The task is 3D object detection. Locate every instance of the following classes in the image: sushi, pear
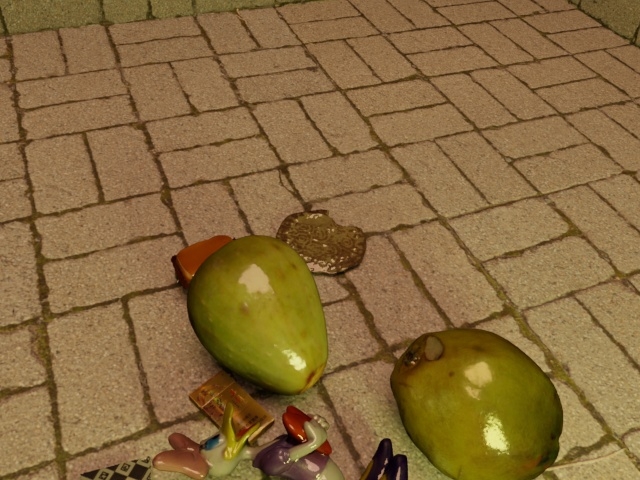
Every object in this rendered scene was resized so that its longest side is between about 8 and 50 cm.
[{"bbox_3d":[-0.345,0.444,1.002,0.120,0.026,0.126,-10,43,-12],"label":"sushi"},{"bbox_3d":[0.281,0.299,1.063,0.321,0.269,0.269,27,46,-6],"label":"pear"}]

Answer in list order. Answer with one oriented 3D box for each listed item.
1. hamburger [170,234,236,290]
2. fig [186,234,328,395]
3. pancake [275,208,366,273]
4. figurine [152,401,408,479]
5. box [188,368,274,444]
[{"bbox_3d":[-0.249,0.066,1.340,0.166,0.087,0.137,-17,51,-20],"label":"hamburger"},{"bbox_3d":[-0.112,0.154,1.159,0.258,0.258,0.326,-23,66,-26],"label":"fig"},{"bbox_3d":[0.000,0.000,1.473,0.212,0.029,0.235,-33,57,-32],"label":"pancake"},{"bbox_3d":[-0.058,0.385,1.006,0.421,0.154,0.193,22,86,0],"label":"figurine"},{"bbox_3d":[-0.172,0.326,1.137,0.156,0.022,0.089,38,53,27],"label":"box"}]
